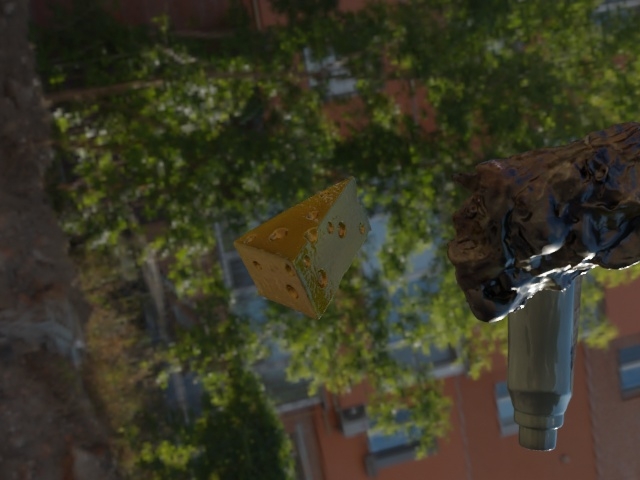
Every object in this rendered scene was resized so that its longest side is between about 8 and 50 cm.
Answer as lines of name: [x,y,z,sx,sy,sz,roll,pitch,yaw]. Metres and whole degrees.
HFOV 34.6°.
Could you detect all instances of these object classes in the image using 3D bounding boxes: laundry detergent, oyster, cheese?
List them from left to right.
cheese: [0.000,0.000,1.299,0.126,0.171,0.093,16,-43,48]
laundry detergent: [0.385,0.156,1.770,0.264,0.125,0.397,-20,112,-73]
oyster: [0.339,-0.018,1.306,0.096,0.361,0.221,-100,174,-57]
